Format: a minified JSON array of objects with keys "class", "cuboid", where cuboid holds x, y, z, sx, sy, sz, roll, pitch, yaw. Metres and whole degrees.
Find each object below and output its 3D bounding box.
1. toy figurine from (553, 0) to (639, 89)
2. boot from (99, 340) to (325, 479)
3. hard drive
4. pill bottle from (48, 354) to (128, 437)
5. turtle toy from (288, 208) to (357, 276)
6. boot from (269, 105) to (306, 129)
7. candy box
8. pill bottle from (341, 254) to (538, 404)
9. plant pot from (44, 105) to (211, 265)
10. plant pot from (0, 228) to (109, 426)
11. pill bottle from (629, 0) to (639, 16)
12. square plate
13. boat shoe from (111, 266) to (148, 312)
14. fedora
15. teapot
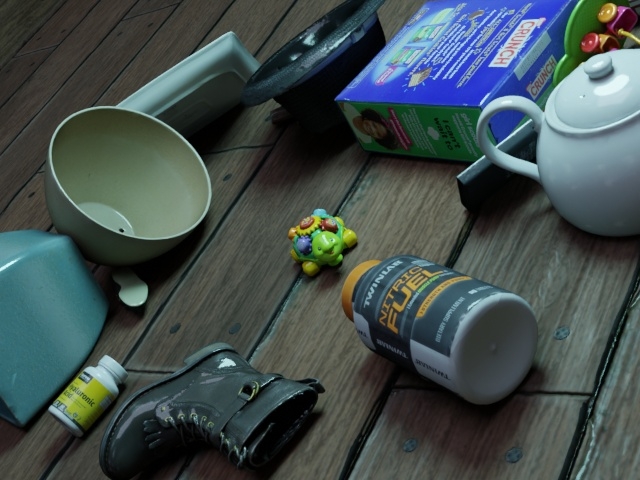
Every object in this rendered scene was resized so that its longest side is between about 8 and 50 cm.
[{"class":"toy figurine","cuboid":[0.426,-0.252,1.413,0.159,0.130,0.173,36,96,48]},{"class":"boot","cuboid":[-0.144,0.237,1.305,0.263,0.091,0.229,-43,31,-16]},{"class":"hard drive","cuboid":[0.245,-0.101,1.389,0.135,0.094,0.022,-38,67,-4]},{"class":"pill bottle","cuboid":[-0.343,0.230,1.531,0.065,0.065,0.116,12,54,51]},{"class":"turtle toy","cuboid":[0.000,0.000,1.507,0.095,0.066,0.130,-38,31,-3]},{"class":"boot","cuboid":[-0.055,-0.227,1.892,0.114,0.037,0.106,-6,29,34]},{"class":"candy box","cuboid":[0.223,-0.253,1.580,0.268,0.122,0.317,-48,32,-22]},{"class":"pill bottle","cuboid":[0.125,0.092,1.203,0.130,0.130,0.246,-45,32,-16]},{"class":"plant pot","cuboid":[-0.356,-0.063,1.788,0.191,0.284,0.284,-52,15,43]},{"class":"plant pot","cuboid":[-0.503,0.111,1.691,0.252,0.247,0.248,-41,30,-29]},{"class":"pill bottle","cuboid":[0.512,-0.390,1.519,0.152,0.086,0.086,-15,37,29]},{"class":"square plate","cuboid":[-0.271,-0.253,1.980,0.347,0.049,0.344,-33,-5,4]},{"class":"boat shoe","cuboid":[-0.316,0.089,1.720,0.049,0.042,0.133,-18,27,-18]},{"class":"fedora","cuboid":[0.024,-0.289,1.769,0.334,0.152,0.334,-33,17,11]},{"class":"teapot","cuboid":[0.357,-0.141,1.239,0.256,0.187,0.252,-39,31,-4]}]
